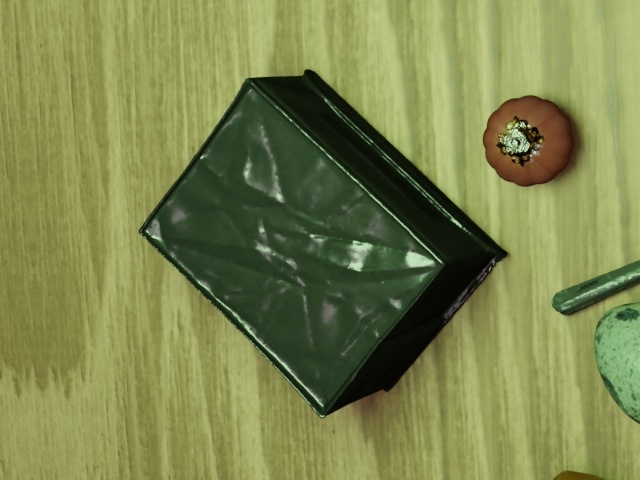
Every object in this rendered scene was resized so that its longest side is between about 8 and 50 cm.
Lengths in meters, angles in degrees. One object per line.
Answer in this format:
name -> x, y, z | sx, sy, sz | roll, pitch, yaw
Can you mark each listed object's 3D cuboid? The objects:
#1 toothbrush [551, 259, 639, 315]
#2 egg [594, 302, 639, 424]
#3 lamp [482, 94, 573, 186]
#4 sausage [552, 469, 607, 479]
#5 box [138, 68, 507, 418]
toothbrush -> 0.399, 0.022, 1.854 | 0.297, 0.030, 0.030 | -26, 60, 26
egg -> 0.384, 0.141, 1.819 | 0.172, 0.132, 0.132 | 45, 112, 26
lamp -> 0.242, -0.116, 1.869 | 0.108, 0.092, 0.107 | 3, 96, 25
sausage -> 0.381, 0.361, 1.866 | 0.274, 0.105, 0.105 | 26, 106, 19
box -> 0.001, 0.000, 1.931 | 0.345, 0.204, 0.251 | 43, 112, 13
